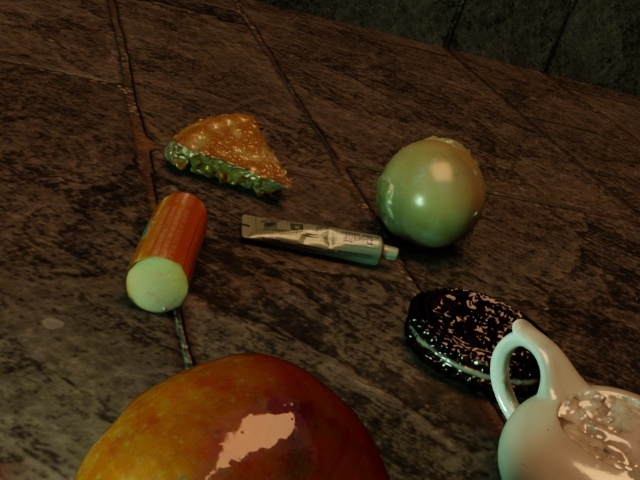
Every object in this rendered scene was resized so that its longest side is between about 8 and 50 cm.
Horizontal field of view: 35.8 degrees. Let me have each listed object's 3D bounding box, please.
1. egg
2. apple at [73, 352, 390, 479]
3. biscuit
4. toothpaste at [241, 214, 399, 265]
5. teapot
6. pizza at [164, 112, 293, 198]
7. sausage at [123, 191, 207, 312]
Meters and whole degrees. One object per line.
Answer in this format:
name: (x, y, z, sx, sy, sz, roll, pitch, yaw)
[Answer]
egg: (0.161, -0.070, 1.452, 0.164, 0.164, 0.201, 18, 20, 0)
apple: (-0.060, 0.191, 0.654, 0.230, 0.230, 0.230, 15, 23, -7)
biscuit: (0.191, 0.119, 1.185, 0.194, 0.053, 0.194, 15, 23, -6)
toothpaste: (0.000, 0.000, 1.332, 0.218, 0.041, 0.064, 10, 30, -10)
teapot: (0.263, 0.200, 0.929, 0.204, 0.139, 0.298, -18, 36, -36)
pizza: (-0.118, -0.113, 1.471, 0.199, 0.062, 0.188, 37, 41, 25)
sausage: (-0.173, 0.001, 1.156, 0.071, 0.071, 0.234, 16, 23, -6)
